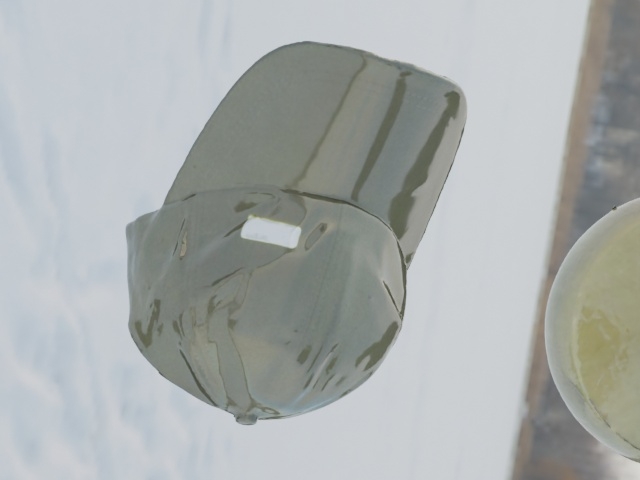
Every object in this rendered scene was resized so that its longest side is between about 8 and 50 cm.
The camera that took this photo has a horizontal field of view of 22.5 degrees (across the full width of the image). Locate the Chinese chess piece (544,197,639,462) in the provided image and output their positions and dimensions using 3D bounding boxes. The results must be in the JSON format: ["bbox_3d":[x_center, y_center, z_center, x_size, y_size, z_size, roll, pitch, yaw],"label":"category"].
[{"bbox_3d":[0.323,0.079,1.428,0.097,0.251,0.250,-164,-97,-81],"label":"Chinese chess piece"}]

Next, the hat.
[{"bbox_3d":[0.000,0.000,0.825,0.173,0.166,0.144,129,-32,-50],"label":"hat"}]
